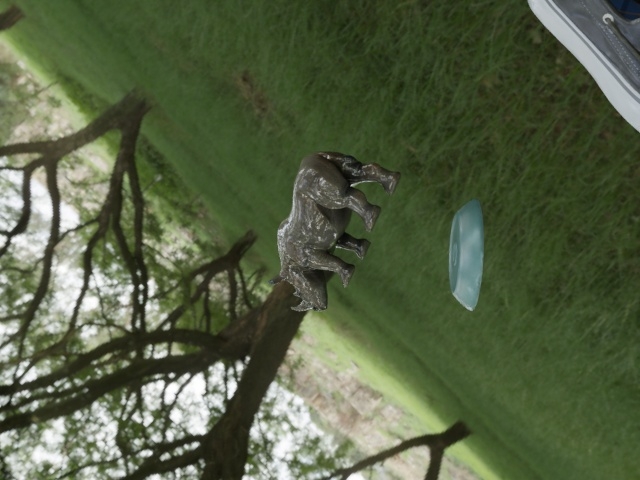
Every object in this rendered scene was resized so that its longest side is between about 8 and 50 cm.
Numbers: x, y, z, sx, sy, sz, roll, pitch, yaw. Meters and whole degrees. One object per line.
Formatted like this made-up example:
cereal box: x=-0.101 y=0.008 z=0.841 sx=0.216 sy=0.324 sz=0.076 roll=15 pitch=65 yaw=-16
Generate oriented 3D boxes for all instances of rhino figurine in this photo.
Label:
rhino figurine: x=0.000 y=0.000 z=0.681 sx=0.106 sy=0.073 sz=0.243 roll=29 pitch=132 yaw=9

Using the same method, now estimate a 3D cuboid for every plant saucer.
plant saucer: x=0.152 y=0.014 z=0.626 sx=0.021 sy=0.120 sz=0.119 roll=3 pitch=171 yaw=5

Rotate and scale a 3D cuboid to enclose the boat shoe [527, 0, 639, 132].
boat shoe: x=0.229 y=-0.140 z=0.391 sx=0.076 sy=0.080 sz=0.229 roll=89 pitch=156 yaw=-60
